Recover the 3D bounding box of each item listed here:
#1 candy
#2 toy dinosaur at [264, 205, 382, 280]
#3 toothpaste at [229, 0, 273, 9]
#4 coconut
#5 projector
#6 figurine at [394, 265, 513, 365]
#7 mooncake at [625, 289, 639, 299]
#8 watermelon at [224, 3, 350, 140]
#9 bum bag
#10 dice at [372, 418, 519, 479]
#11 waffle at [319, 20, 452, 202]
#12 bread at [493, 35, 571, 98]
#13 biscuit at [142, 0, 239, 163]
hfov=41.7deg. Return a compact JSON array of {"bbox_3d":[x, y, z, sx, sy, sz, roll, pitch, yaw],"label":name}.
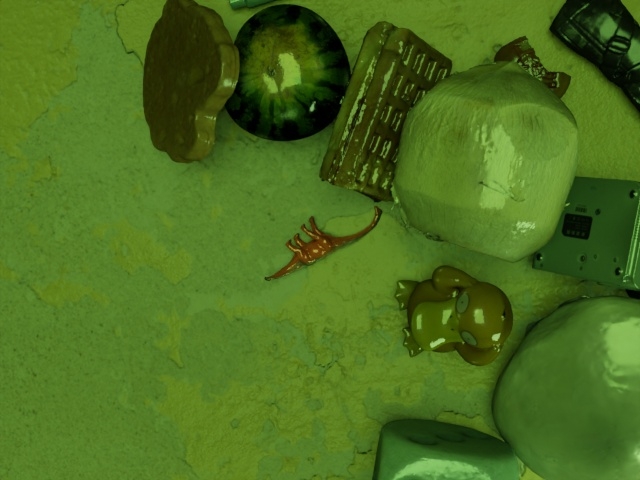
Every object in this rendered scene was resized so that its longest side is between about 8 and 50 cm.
[{"bbox_3d":[0.541,0.300,1.608,0.386,0.186,0.427,17,114,9],"label":"candy"},{"bbox_3d":[0.000,-0.001,1.755,0.279,0.055,0.101,-38,98,3],"label":"toy dinosaur"},{"bbox_3d":[-0.049,-0.542,1.748,0.297,0.048,0.074,-18,87,1],"label":"toothpaste"},{"bbox_3d":[0.317,-0.155,1.583,0.346,0.346,0.360,18,93,4],"label":"coconut"},{"bbox_3d":[0.535,-0.018,1.615,0.108,0.250,0.198,8,94,-34],"label":"projector"},{"bbox_3d":[0.261,0.148,1.655,0.215,0.228,0.215,0,91,-6],"label":"figurine"},{"bbox_3d":[0.775,0.045,1.633,0.351,0.187,0.351,0,94,6],"label":"mooncake"},{"bbox_3d":[-0.067,-0.326,1.653,0.269,0.269,0.269,0,92,4],"label":"watermelon"},{"bbox_3d":[0.619,-0.370,1.678,0.340,0.095,0.144,45,109,3],"label":"bum bag"},{"bbox_3d":[0.232,0.511,1.645,0.268,0.262,0.264,10,92,4],"label":"dice"},{"bbox_3d":[0.129,-0.242,1.655,0.098,0.224,0.327,21,93,36],"label":"waffle"},{"bbox_3d":[0.411,-0.324,1.696,0.156,0.086,0.125,44,95,3],"label":"bread"},{"bbox_3d":[-0.261,-0.311,1.654,0.057,0.351,0.312,1,111,-35],"label":"biscuit"}]
